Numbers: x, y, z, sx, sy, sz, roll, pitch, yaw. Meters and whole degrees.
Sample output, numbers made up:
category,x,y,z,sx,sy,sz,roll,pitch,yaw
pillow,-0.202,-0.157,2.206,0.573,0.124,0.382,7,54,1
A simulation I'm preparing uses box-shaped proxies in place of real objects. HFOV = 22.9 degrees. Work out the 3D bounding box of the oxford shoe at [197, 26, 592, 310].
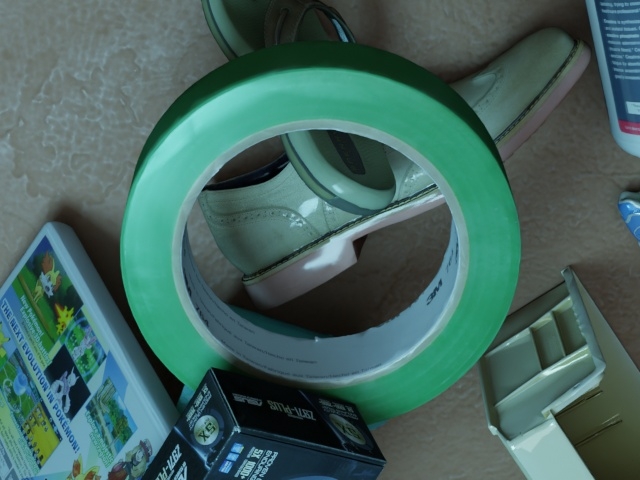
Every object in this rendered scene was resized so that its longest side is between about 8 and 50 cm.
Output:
category,x,y,z,sx,sy,sz,roll,pitch,yaw
oxford shoe,0.065,-0.095,1.464,0.397,0.140,0.146,-35,99,6

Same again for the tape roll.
category,x,y,z,sx,sy,sz,roll,pitch,yaw
tape roll,0.000,0.000,1.286,0.321,0.077,0.321,0,114,-1

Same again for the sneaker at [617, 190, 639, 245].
category,x,y,z,sx,sy,sz,roll,pitch,yaw
sneaker,0.378,-0.070,1.512,0.081,0.080,0.211,42,100,-17

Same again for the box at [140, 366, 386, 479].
category,x,y,z,sx,sy,sz,roll,pitch,yaw
box,-0.060,0.207,1.271,0.147,0.077,0.180,19,114,-33

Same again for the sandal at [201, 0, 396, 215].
category,x,y,z,sx,sy,sz,roll,pitch,yaw
sandal,-0.004,-0.158,1.391,0.120,0.302,0.086,-6,146,-41

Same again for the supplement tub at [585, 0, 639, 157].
category,x,y,z,sx,sy,sz,roll,pitch,yaw
supplement tub,0.331,-0.223,1.403,0.191,0.191,0.272,-14,108,2

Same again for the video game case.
category,x,y,z,sx,sy,sz,roll,pitch,yaw
video game case,-0.257,0.196,1.449,0.036,0.329,0.300,16,119,-45

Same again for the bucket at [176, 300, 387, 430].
category,x,y,z,sx,sy,sz,roll,pitch,yaw
bucket,-0.056,0.201,1.487,0.183,0.281,0.281,21,106,-1

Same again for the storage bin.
category,x,y,z,sx,sy,sz,roll,pitch,yaw
storage bin,0.270,0.202,1.502,0.123,0.260,0.262,-31,106,11
